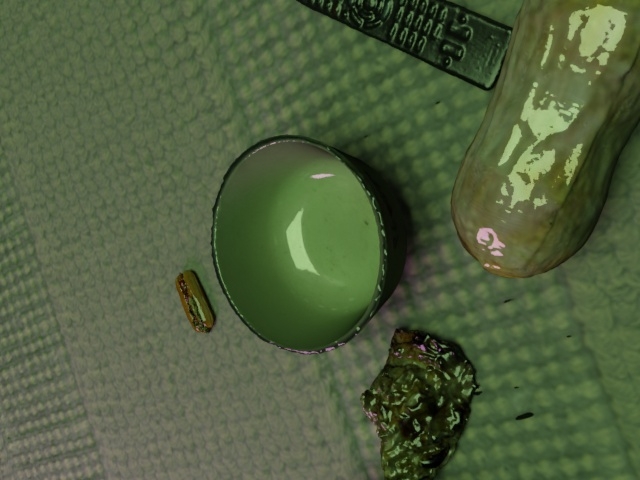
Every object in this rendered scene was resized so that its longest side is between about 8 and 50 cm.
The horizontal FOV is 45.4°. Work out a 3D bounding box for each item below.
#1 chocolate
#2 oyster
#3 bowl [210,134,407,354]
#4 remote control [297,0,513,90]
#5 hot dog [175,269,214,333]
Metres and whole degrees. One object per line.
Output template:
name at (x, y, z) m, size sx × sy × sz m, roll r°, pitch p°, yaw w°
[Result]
chocolate at (0.198, -0.108, 0.614) m, size 0.134 × 0.134 × 0.309 m, roll 29°, pitch 110°, yaw 27°
oyster at (0.092, 0.179, 0.778) m, size 0.105 × 0.056 × 0.177 m, roll 25°, pitch 105°, yaw 20°
bowl at (0.000, 0.000, 0.772) m, size 0.211 × 0.112 × 0.212 m, roll 5°, pitch 99°, yaw 32°
remote control at (0.074, -0.220, 0.743) m, size 0.245 × 0.025 × 0.063 m, roll 33°, pitch 115°, yaw 25°
hot dog at (-0.157, 0.078, 0.942) m, size 0.037 × 0.021 × 0.083 m, roll -34°, pitch 77°, yaw 33°
